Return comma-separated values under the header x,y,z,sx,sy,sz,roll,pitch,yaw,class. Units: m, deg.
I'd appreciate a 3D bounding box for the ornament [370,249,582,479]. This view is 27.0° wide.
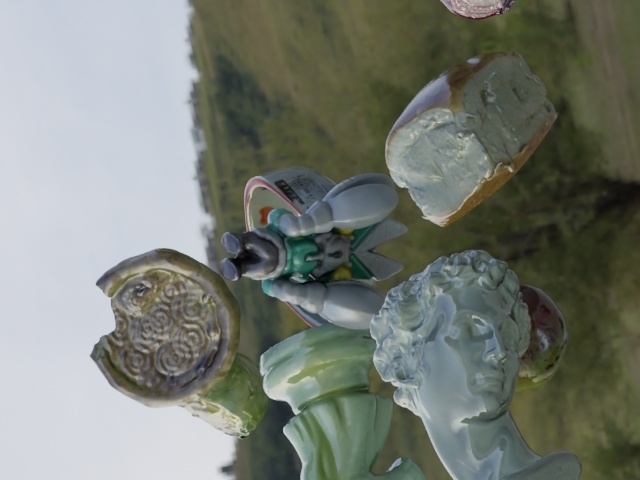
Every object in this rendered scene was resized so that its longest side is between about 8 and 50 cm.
x,y,z,sx,sy,sz,roll,pitch,yaw,class
0.120,0.150,0.993,0.120,0.130,0.285,12,-123,-42,ornament

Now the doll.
x,y,z,sx,sy,sz,roll,pitch,yaw,class
0.011,0.032,1.701,0.153,0.258,0.195,31,145,52,doll

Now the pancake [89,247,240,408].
x,y,z,sx,sy,sz,roll,pitch,yaw,class
-0.216,0.123,1.838,0.029,0.212,0.235,-72,-16,-73,pancake

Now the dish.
x,y,z,sx,sy,sz,roll,pitch,yaw,class
0.000,0.000,1.971,0.256,0.117,0.256,43,149,34,dish

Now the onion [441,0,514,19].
x,y,z,sx,sy,sz,roll,pitch,yaw,class
0.221,-0.447,2.112,0.135,0.198,0.173,-90,9,-50,onion

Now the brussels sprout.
x,y,z,sx,sy,sz,roll,pitch,yaw,class
-0.153,0.232,2.120,0.122,0.151,0.149,-65,10,-25,brussels sprout

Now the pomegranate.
x,y,z,sx,sy,sz,roll,pitch,yaw,class
0.215,0.109,1.547,0.159,0.129,0.129,-164,59,-72,pomegranate

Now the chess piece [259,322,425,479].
x,y,z,sx,sy,sz,roll,pitch,yaw,class
0.036,0.271,1.797,0.176,0.176,0.298,49,-159,-68,chess piece

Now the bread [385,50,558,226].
x,y,z,sx,sy,sz,roll,pitch,yaw,class
0.265,-0.195,2.379,0.225,0.250,0.279,49,-132,4,bread
